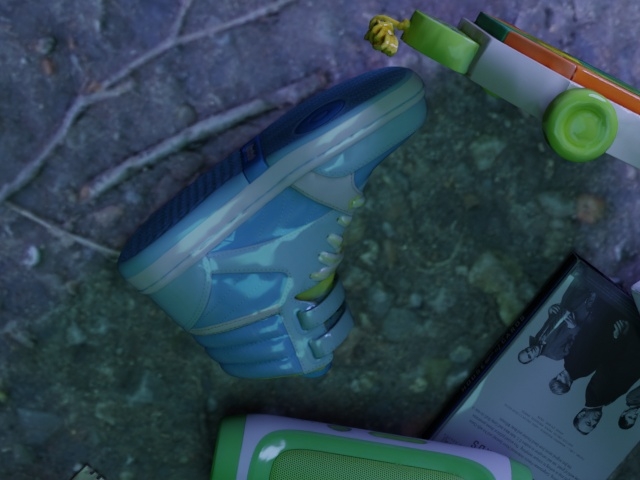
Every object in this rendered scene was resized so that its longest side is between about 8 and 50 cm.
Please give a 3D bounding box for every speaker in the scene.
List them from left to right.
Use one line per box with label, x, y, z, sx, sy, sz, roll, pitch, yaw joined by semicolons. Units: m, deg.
speaker;0.043;0.242;1.397;0.296;0.131;0.131;9;106;-2

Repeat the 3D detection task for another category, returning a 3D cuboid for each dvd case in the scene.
dvd case;0.240;0.155;1.459;0.179;0.029;0.239;36;101;-16

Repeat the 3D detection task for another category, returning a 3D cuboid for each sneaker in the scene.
sneaker;0.000;0.000;1.332;0.319;0.127;0.208;-34;107;14

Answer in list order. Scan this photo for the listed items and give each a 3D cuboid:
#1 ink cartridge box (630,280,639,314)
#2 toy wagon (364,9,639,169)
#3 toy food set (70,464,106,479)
ink cartridge box;0.411;0.107;1.412;0.158;0.092;0.218;-31;112;-16
toy wagon;0.201;-0.120;1.240;0.344;0.267;0.068;25;102;-14
toy food set;-0.194;0.322;1.453;0.192;0.038;0.132;41;99;-17
